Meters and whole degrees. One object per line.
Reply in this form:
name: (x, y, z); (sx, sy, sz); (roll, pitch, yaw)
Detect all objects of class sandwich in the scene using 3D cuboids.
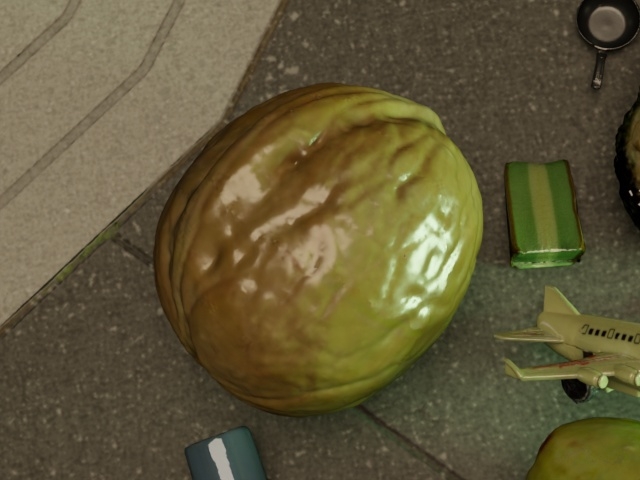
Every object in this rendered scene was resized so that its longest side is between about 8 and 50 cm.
sandwich: (0.225, -0.036, 1.473); (0.074, 0.074, 0.116); (-4, 76, 5)

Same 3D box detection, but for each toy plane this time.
toy plane: (0.288, 0.109, 1.363); (0.244, 0.229, 0.092); (25, 122, 44)

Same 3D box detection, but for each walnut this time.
walnut: (0.000, 0.000, 1.387); (0.332, 0.333, 0.333); (-2, 76, 6)

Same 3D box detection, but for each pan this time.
pan: (0.297, -0.208, 1.532); (0.068, 0.023, 0.115); (12, 75, 9)

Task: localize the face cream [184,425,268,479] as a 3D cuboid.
face cream: (-0.040, 0.371, 1.402); (0.135, 0.086, 0.385); (-21, 79, 8)

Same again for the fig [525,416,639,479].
fig: (0.314, 0.290, 1.295); (0.258, 0.258, 0.326); (-38, 62, -4)

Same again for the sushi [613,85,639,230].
sushi: (0.416, -0.148, 1.429); (0.211, 0.171, 0.350); (29, 80, 14)
